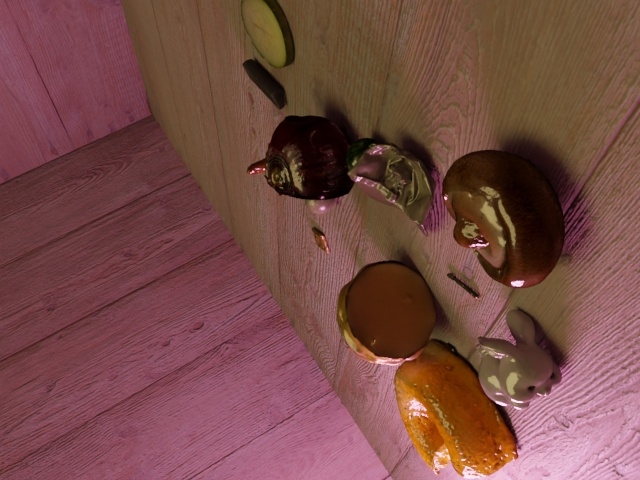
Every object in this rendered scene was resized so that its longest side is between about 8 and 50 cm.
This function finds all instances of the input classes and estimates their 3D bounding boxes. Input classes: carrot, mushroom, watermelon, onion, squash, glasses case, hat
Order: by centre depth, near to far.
[{"bbox_3d":[0.312,-0.042,1.226,0.253,0.153,0.253,55,166,22],"label":"mushroom"},{"bbox_3d":[0.189,-0.123,1.628,0.214,0.149,0.245,37,-168,18],"label":"hat"},{"bbox_3d":[0.108,-0.196,1.691,0.109,0.109,0.109,53,162,25],"label":"watermelon"},{"bbox_3d":[-0.011,-0.217,1.845,0.207,0.216,0.206,23,124,49],"label":"onion"},{"bbox_3d":[-0.137,-0.568,1.931,0.219,0.041,0.219,48,158,26],"label":"squash"},{"bbox_3d":[-0.129,-0.242,2.137,0.061,0.210,0.061,49,156,32],"label":"carrot"},{"bbox_3d":[-0.169,-0.474,2.168,0.190,0.042,0.072,50,167,34],"label":"glasses case"}]

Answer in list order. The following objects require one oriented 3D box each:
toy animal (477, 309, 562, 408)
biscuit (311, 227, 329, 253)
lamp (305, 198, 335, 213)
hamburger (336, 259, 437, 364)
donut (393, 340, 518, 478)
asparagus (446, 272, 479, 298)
[{"bbox_3d":[0.405,0.261,1.508,0.178,0.128,0.193,56,166,24],"label":"toy animal"},{"bbox_3d":[0.000,0.000,2.496,0.083,0.018,0.081,37,152,55],"label":"biscuit"},{"bbox_3d":[0.009,-0.147,2.121,0.091,0.091,0.163,55,149,20],"label":"lamp"},{"bbox_3d":[0.162,0.206,1.930,0.276,0.277,0.237,59,162,8],"label":"hamburger"},{"bbox_3d":[0.338,0.481,2.017,0.377,0.164,0.435,59,165,10],"label":"donut"},{"bbox_3d":[0.329,0.103,1.672,0.114,0.014,0.015,44,140,47],"label":"asparagus"}]
